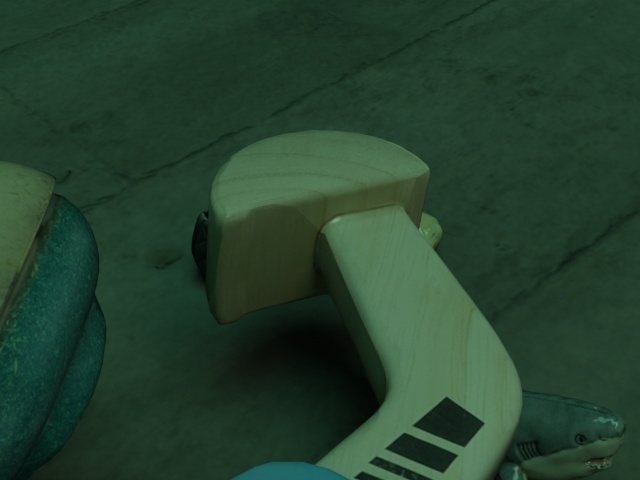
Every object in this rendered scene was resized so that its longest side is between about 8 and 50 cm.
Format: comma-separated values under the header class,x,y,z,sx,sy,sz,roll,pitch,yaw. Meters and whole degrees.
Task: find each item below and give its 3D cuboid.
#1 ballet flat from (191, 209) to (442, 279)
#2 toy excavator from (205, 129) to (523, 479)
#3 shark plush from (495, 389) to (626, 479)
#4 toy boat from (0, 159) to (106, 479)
class,x,y,z,sx,sy,sz,roll,pitch,yaw
ballet flat,0.000,0.000,0.726,0.173,0.049,0.057,-6,42,-10
toy excavator,0.021,0.151,0.433,0.432,0.222,0.445,31,43,27
shark plush,0.095,0.086,0.617,0.073,0.067,0.161,-30,50,-32
toy boat,-0.183,0.134,0.450,0.148,0.267,0.318,28,50,-18
